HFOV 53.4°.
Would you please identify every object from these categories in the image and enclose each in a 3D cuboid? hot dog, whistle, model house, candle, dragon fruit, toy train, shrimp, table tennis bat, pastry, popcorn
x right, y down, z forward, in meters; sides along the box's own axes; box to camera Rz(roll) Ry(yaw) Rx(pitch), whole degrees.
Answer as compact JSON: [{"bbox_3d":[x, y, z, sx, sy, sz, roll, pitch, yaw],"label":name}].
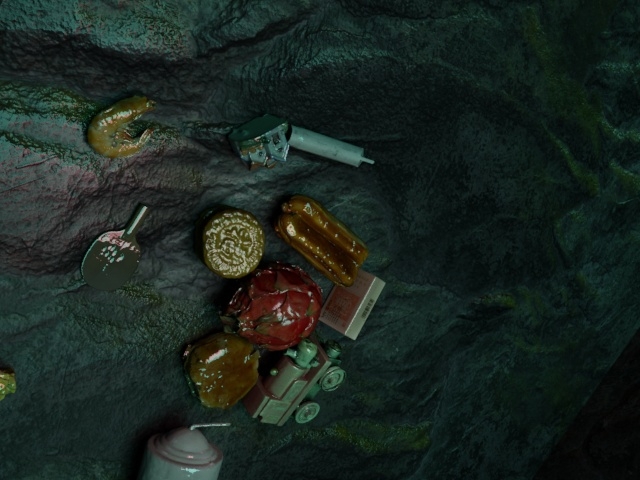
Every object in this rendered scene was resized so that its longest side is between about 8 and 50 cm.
[{"bbox_3d":[0.000,0.000,1.835,0.349,0.117,0.158,39,77,-35],"label":"hot dog"},{"bbox_3d":[0.024,-0.263,1.806,0.312,0.062,0.062,11,97,-38],"label":"whistle"},{"bbox_3d":[-0.147,-0.236,1.663,0.148,0.119,0.149,-36,130,-22],"label":"model house"},{"bbox_3d":[-0.384,0.637,1.688,0.221,0.221,0.343,12,93,-38],"label":"candle"},{"bbox_3d":[-0.132,0.179,1.718,0.298,0.244,0.245,-16,113,-26],"label":"dragon fruit"},{"bbox_3d":[-0.073,0.403,1.854,0.221,0.150,0.304,23,108,-42],"label":"toy train"},{"bbox_3d":[-0.450,-0.264,1.475,0.187,0.051,0.132,-36,141,-16],"label":"shrimp"},{"bbox_3d":[-0.486,0.016,1.546,0.131,0.022,0.234,35,85,-37],"label":"table tennis bat"},{"bbox_3d":[-0.278,0.353,1.747,0.229,0.100,0.218,37,84,-38],"label":"pastry"},{"bbox_3d":[-0.737,0.316,1.414,0.109,0.089,0.097,-6,143,-26],"label":"popcorn"},{"bbox_3d":[-0.236,0.001,1.654,0.188,0.103,0.189,-3,97,-29],"label":"pastry"}]

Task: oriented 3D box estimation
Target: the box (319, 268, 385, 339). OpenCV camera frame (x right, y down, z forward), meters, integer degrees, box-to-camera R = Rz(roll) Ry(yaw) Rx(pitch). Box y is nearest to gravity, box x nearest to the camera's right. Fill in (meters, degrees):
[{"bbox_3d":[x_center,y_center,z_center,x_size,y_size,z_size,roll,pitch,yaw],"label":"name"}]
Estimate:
[{"bbox_3d":[0.093,0.184,1.942,0.058,0.141,0.201,32,86,-43],"label":"box"}]
